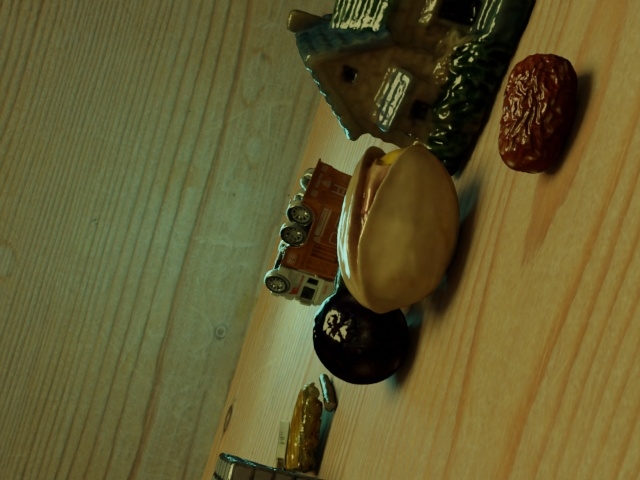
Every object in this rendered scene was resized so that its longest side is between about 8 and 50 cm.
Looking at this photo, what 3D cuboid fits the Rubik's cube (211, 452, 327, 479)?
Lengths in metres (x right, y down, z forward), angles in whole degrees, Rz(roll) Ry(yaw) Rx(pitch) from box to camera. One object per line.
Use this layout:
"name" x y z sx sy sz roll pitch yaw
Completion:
"Rubik's cube" -0.128 0.601 1.933 0.237 0.237 0.238 141 144 -72

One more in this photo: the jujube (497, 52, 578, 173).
"jujube" 0.322 -0.187 1.337 0.112 0.109 0.176 4 -84 -65

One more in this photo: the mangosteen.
"mangosteen" 0.085 0.189 1.752 0.230 0.194 0.194 39 -116 -64

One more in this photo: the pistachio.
"pistachio" 0.132 -0.020 1.630 0.230 0.230 0.309 163 114 -76

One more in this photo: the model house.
"model house" 0.145 -0.420 1.793 0.395 0.400 0.445 -91 22 -66

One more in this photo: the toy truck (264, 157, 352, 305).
"toy truck" 0.000 0.000 2.327 0.173 0.207 0.387 -69 0 -47

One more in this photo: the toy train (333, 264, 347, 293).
"toy train" 0.074 0.083 1.890 0.407 0.088 0.086 92 -175 -76

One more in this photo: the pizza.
"pizza" -0.035 0.469 2.123 0.197 0.058 0.292 -102 20 -62

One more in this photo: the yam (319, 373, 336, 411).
"yam" 0.016 0.359 2.139 0.145 0.032 0.032 -109 38 -70

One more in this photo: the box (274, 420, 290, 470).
"box" -0.102 0.560 2.297 0.109 0.029 0.198 -82 1 -45
